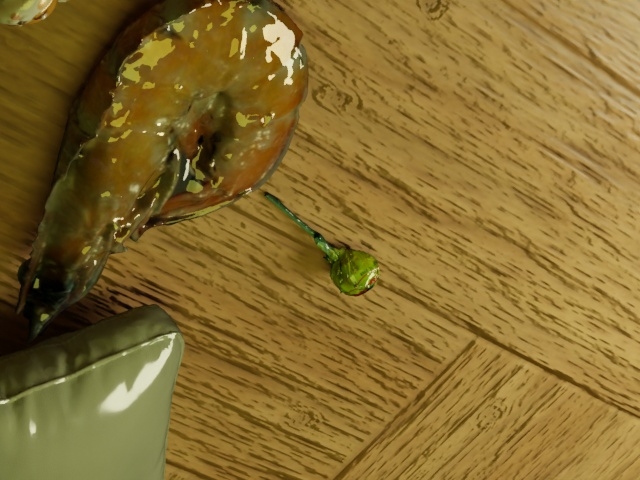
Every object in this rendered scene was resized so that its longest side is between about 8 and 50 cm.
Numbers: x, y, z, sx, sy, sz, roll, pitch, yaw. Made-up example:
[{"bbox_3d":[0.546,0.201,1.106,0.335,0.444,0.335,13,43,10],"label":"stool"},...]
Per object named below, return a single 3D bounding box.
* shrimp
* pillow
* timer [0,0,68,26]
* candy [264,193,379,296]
[{"bbox_3d":[-0.116,-0.046,1.094,0.164,0.062,0.317,18,119,-31],"label":"shrimp"},{"bbox_3d":[-0.229,0.208,1.205,0.255,0.120,0.322,-20,137,-32],"label":"pillow"},{"bbox_3d":[-0.208,-0.176,0.939,0.132,0.132,0.152,-30,153,10],"label":"timer"},{"bbox_3d":[0.000,0.000,1.186,0.123,0.035,0.035,43,65,-28],"label":"candy"}]
